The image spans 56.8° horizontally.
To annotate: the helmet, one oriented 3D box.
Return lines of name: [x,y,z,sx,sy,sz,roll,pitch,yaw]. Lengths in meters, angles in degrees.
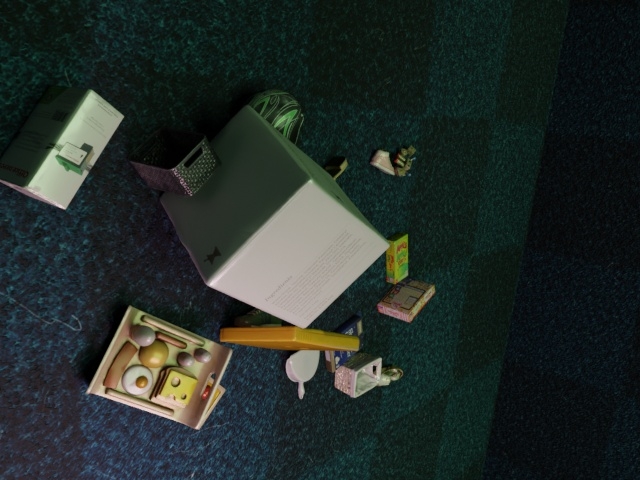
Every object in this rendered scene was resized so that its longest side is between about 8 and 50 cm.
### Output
helmet: [-0.131,-0.316,1.554,0.169,0.169,0.161,-10,127,-49]

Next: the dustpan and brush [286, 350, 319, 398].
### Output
dustpan and brush: [-0.061,0.449,2.001,0.147,0.060,0.211,-23,113,-43]

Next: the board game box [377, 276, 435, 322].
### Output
board game box: [0.338,0.227,2.332,0.193,0.147,0.045,-41,131,-34]

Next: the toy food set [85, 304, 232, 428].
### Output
toy food set: [-0.384,0.314,1.448,0.306,0.092,0.219,31,72,-31]

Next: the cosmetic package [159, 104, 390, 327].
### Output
cosmetic package: [-0.106,-0.043,1.460,0.327,0.329,0.394,-44,142,9]

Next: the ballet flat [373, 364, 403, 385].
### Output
ballet flat: [0.270,0.556,2.425,0.206,0.067,0.073,-11,111,-49]

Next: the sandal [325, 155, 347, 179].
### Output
sandal: [0.020,-0.169,1.851,0.240,0.088,0.079,-49,129,-36]

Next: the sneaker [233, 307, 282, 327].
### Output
sneaker: [-0.180,0.218,1.764,0.192,0.064,0.086,14,83,-52]

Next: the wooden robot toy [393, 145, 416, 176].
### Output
wooden robot toy: [0.293,-0.280,2.180,0.076,0.079,0.173,32,50,-13]

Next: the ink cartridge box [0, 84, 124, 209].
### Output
ink cartridge box: [-0.507,-0.182,1.138,0.092,0.160,0.219,42,70,-49]

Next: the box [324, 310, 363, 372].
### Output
box: [0.099,0.367,2.176,0.225,0.037,0.136,-33,127,-42]

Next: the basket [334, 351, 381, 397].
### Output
basket: [0.139,0.496,2.214,0.167,0.103,0.113,-15,114,-49]

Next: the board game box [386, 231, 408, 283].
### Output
board game box: [0.299,0.068,2.312,0.092,0.043,0.181,-27,122,-43]

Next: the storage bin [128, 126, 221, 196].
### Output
storage bin: [-0.329,-0.180,1.340,0.122,0.180,0.084,-52,138,-26]

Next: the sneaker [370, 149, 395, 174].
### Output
sneaker: [0.232,-0.281,2.102,0.134,0.051,0.070,22,90,-48]

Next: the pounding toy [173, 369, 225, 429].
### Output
pounding toy: [-0.347,0.374,1.580,0.181,0.094,0.206,-56,139,-22]

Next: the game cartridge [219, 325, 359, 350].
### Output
game cartridge: [-0.089,0.283,1.716,0.324,0.286,0.052,24,65,-52]
